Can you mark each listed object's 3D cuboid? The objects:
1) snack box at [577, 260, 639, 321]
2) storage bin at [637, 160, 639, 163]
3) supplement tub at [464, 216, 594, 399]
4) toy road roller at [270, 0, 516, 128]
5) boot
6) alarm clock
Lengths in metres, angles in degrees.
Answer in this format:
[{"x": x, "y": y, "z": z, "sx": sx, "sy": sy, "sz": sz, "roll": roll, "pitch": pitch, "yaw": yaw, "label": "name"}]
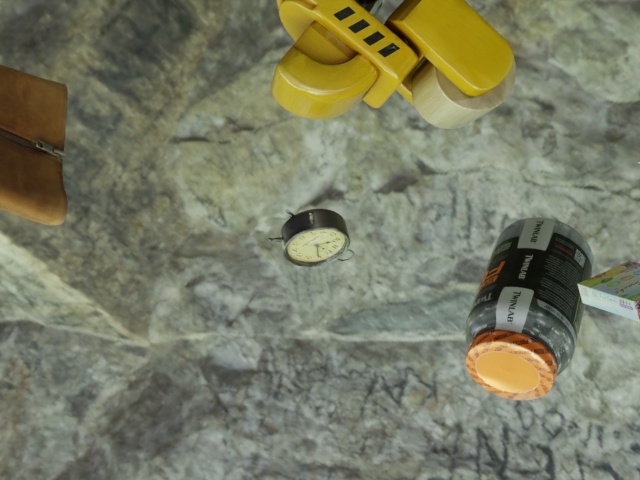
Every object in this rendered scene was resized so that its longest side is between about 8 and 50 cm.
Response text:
[{"x": 0.467, "y": 0.073, "z": 1.157, "sx": 0.100, "sy": 0.037, "sz": 0.141, "roll": -23, "pitch": -167, "yaw": -11, "label": "snack box"}, {"x": 0.607, "y": -0.189, "z": 1.085, "sx": 0.260, "sy": 0.123, "sz": 0.262, "roll": -129, "pitch": -131, "yaw": -59, "label": "storage bin"}, {"x": 0.407, "y": 0.131, "z": 1.525, "sx": 0.207, "sy": 0.207, "sz": 0.338, "roll": -6, "pitch": -143, "yaw": 34, "label": "supplement tub"}, {"x": 0.077, "y": -0.245, "z": 1.086, "sx": 0.240, "sy": 0.329, "sz": 0.202, "roll": -51, "pitch": -177, "yaw": -7, "label": "toy road roller"}, {"x": -0.315, "y": -0.162, "z": 0.630, "sx": 0.096, "sy": 0.280, "sz": 0.264, "roll": -20, "pitch": -109, "yaw": 31, "label": "boot"}, {"x": 0.000, "y": 0.000, "z": 1.493, "sx": 0.129, "sy": 0.192, "sz": 0.064, "roll": -31, "pitch": -131, "yaw": 25, "label": "alarm clock"}]
